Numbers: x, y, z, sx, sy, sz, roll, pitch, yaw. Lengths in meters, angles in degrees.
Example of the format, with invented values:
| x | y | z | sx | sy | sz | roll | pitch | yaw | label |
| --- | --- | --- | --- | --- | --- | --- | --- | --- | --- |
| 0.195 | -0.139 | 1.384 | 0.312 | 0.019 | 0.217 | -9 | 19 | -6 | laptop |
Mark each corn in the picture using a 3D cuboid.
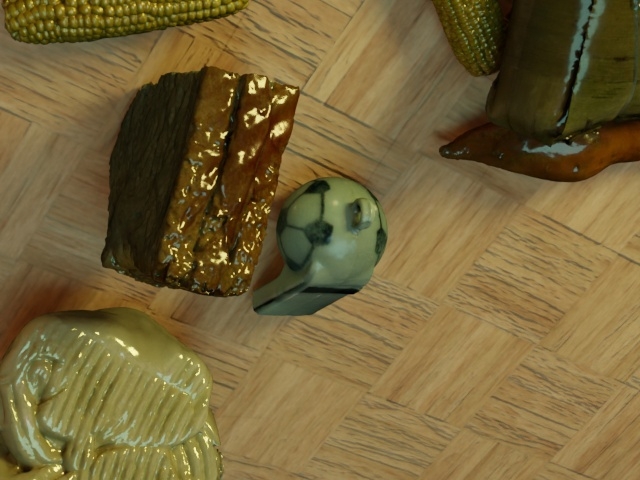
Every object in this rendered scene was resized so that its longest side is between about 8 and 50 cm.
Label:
| x | y | z | sx | sy | sz | roll | pitch | yaw | label |
| --- | --- | --- | --- | --- | --- | --- | --- | --- | --- |
| -0.214 | -0.289 | 1.429 | 0.310 | 0.101 | 0.101 | -11 | 127 | -7 | corn |
| 0.179 | -0.300 | 1.533 | 0.080 | 0.080 | 0.238 | -27 | 129 | 6 | corn |

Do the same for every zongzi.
| x | y | z | sx | sy | sz | roll | pitch | yaw | label |
| --- | --- | --- | --- | --- | --- | --- | --- | --- | --- |
| 0.397 | -0.290 | 1.553 | 0.360 | 0.160 | 0.323 | -5 | 120 | -34 | zongzi |

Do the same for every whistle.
| x | y | z | sx | sy | sz | roll | pitch | yaw | label |
| --- | --- | --- | --- | --- | --- | --- | --- | --- | --- |
| 0.000 | 0.000 | 1.686 | 0.163 | 0.163 | 0.290 | 14 | 158 | -23 | whistle |

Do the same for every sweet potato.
| x | y | z | sx | sy | sz | roll | pitch | yaw | label |
| --- | --- | --- | --- | --- | --- | --- | --- | --- | --- |
| 0.338 | -0.133 | 1.678 | 0.359 | 0.112 | 0.112 | -4 | 126 | -7 | sweet potato |

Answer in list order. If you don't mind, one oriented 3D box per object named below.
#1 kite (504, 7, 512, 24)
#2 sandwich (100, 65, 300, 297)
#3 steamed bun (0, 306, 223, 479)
| x | y | z | sx | sy | sz | roll | pitch | yaw | label |
| --- | --- | --- | --- | --- | --- | --- | --- | --- | --- |
| 0.423 | -0.309 | 1.628 | 0.378 | 0.013 | 0.327 | -9 | 127 | -7 | kite |
| -0.164 | -0.072 | 1.487 | 0.131 | 0.325 | 0.262 | 16 | 85 | -24 | sandwich |
| -0.312 | 0.276 | 1.736 | 0.347 | 0.237 | 0.394 | -33 | 98 | -17 | steamed bun |
